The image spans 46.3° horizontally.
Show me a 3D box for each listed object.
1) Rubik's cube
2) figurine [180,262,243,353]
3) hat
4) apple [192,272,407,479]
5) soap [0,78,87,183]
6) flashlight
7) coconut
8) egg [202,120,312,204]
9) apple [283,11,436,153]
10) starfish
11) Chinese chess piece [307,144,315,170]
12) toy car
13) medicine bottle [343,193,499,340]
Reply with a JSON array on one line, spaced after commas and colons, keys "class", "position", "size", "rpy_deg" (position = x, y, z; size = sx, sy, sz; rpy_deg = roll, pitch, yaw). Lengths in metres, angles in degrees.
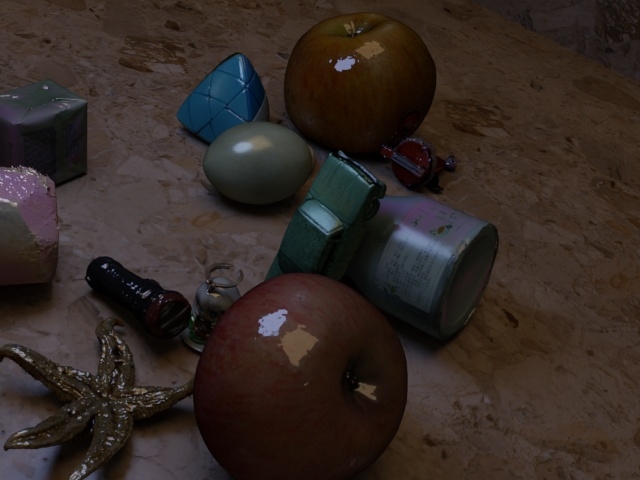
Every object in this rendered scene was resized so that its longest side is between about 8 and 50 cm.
[{"class": "Rubik's cube", "position": [-0.240, -0.296, 1.855], "size": [0.255, 0.254, 0.254], "rpy_deg": [8, 37, -6]}, {"class": "figurine", "position": [-0.179, 0.110, 1.329], "size": [0.133, 0.153, 0.132], "rpy_deg": [9, 37, -7]}, {"class": "hat", "position": [0.272, -0.200, 1.929], "size": [0.140, 0.128, 0.228], "rpy_deg": [14, 12, 39]}, {"class": "apple", "position": [-0.015, 0.209, 1.108], "size": [0.270, 0.344, 0.345], "rpy_deg": [12, 30, 39]}, {"class": "soap", "position": [-0.606, -0.217, 1.591], "size": [0.138, 0.199, 0.182], "rpy_deg": [32, 42, 20]}, {"class": "flashlight", "position": [-0.330, 0.094, 1.338], "size": [0.093, 0.092, 0.232], "rpy_deg": [-24, 38, -39]}, {"class": "coconut", "position": [-0.594, -0.025, 1.318], "size": [0.245, 0.233, 0.233], "rpy_deg": [0, 39, -23]}, {"class": "egg", "position": [-0.139, -0.174, 1.680], "size": [0.253, 0.186, 0.186], "rpy_deg": [-8, 42, -25]}, {"class": "apple", "position": [0.105, -0.421, 1.954], "size": [0.401, 0.333, 0.400], "rpy_deg": [9, 37, -7]}, {"class": "starfish", "position": [-0.332, 0.236, 1.168], "size": [0.327, 0.094, 0.375], "rpy_deg": [-2, 32, -18]}, {"class": "Chinese chess piece", "position": [-0.072, -0.203, 1.851], "size": [0.122, 0.051, 0.122], "rpy_deg": [8, 38, -6]}, {"class": "toy car", "position": [0.000, 0.000, 1.392], "size": [0.097, 0.320, 0.141], "rpy_deg": [-1, 35, -49]}, {"class": "medicine bottle", "position": [0.166, 0.029, 1.471], "size": [0.290, 0.244, 0.245], "rpy_deg": [24, 38, 29]}]
